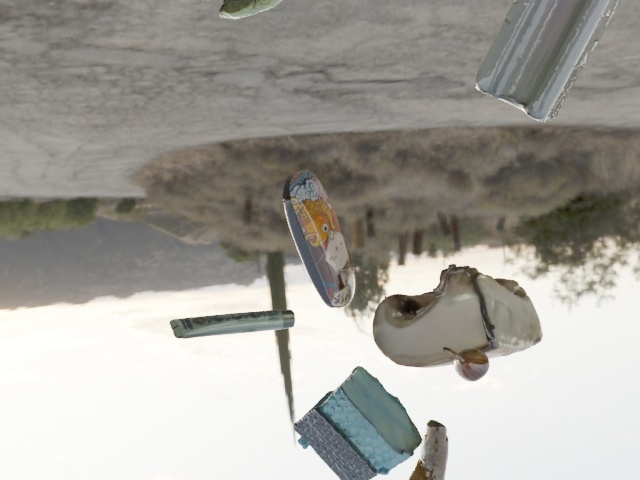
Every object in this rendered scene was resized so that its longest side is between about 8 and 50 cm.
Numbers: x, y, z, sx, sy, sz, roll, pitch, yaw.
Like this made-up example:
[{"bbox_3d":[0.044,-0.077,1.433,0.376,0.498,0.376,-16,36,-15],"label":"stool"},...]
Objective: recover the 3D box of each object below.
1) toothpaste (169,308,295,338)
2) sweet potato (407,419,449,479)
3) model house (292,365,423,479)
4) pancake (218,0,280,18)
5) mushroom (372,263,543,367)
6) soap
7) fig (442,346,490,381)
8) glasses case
[{"bbox_3d":[-0.162,0.156,1.435,0.239,0.039,0.062,-2,-152,-26],"label":"toothpaste"},{"bbox_3d":[0.166,0.408,1.147,0.108,0.346,0.079,-32,-143,-24],"label":"sweet potato"},{"bbox_3d":[0.090,0.512,2.000,0.241,0.261,0.226,-44,173,16],"label":"model house"},{"bbox_3d":[-0.132,-0.546,1.556,0.253,0.253,0.037,-4,146,20],"label":"pancake"},{"bbox_3d":[0.362,0.211,1.883,0.313,0.224,0.397,-30,156,33],"label":"mushroom"},{"bbox_3d":[0.584,-0.532,1.882,0.213,0.435,0.350,30,-162,13],"label":"soap"},{"bbox_3d":[0.209,0.175,1.106,0.083,0.050,0.050,32,161,-34],"label":"fig"},{"bbox_3d":[0.000,0.000,1.676,0.082,0.321,0.122,-12,-159,24],"label":"glasses case"}]
